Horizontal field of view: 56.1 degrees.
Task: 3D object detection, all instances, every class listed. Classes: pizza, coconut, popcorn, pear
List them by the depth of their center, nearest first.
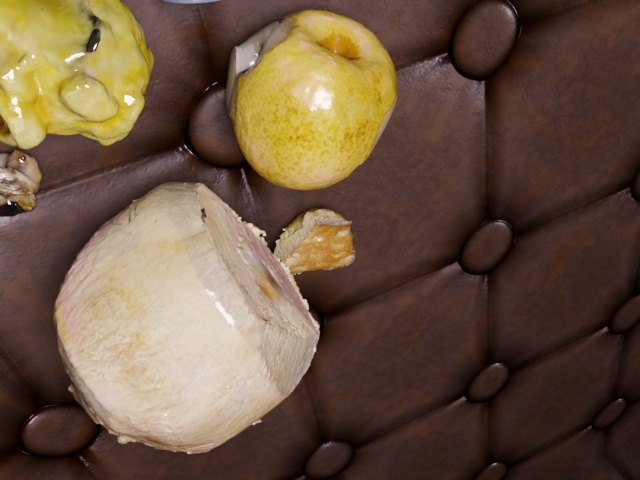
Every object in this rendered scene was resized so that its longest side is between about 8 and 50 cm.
[{"bbox_3d":[-0.325,-0.240,0.711,0.252,0.286,0.215,-38,-179,-44],"label":"popcorn"},{"bbox_3d":[-0.014,-0.202,0.908,0.271,0.271,0.271,-13,126,-19],"label":"pear"},{"bbox_3d":[-0.228,0.141,0.940,0.405,0.404,0.404,-13,126,-19],"label":"coconut"},{"bbox_3d":[-0.001,-0.005,1.158,0.204,0.080,0.188,0,144,-38],"label":"pizza"}]

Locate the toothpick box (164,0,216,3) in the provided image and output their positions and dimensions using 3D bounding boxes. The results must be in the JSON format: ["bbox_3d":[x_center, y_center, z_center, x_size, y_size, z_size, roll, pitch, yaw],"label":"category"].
[{"bbox_3d":[-0.175,-0.400,0.786,0.101,0.101,0.153,-13,124,-19],"label":"toothpick box"}]

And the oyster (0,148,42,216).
[{"bbox_3d":[-0.550,-0.087,0.787,0.337,0.133,0.197,-3,120,-27],"label":"oyster"}]
